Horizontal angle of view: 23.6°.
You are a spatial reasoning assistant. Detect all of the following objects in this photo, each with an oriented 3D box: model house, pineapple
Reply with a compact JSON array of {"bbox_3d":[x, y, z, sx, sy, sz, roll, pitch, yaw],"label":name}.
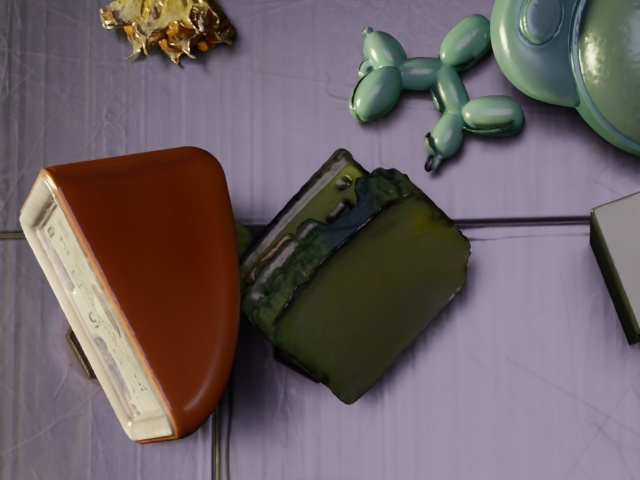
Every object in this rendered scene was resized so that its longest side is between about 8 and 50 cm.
[{"bbox_3d":[0.000,0.000,1.426,0.194,0.170,0.211,-48,44,2],"label":"model house"},{"bbox_3d":[-0.153,-0.238,1.530,0.137,0.069,0.116,5,84,11],"label":"pineapple"}]

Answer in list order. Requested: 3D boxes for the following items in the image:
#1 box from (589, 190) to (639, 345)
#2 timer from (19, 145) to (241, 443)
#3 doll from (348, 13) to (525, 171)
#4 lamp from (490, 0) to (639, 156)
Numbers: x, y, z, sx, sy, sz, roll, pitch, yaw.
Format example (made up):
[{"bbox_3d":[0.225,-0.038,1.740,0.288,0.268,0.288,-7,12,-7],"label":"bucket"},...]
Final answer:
[{"bbox_3d":[0.362,0.003,1.337,0.225,0.225,0.117,-21,80,7],"label":"box"},{"bbox_3d":[-0.163,0.059,1.396,0.161,0.257,0.250,-11,85,-17],"label":"timer"},{"bbox_3d":[0.105,-0.150,1.482,0.159,0.059,0.159,-26,81,5],"label":"doll"},{"bbox_3d":[0.299,-0.183,1.410,0.284,0.147,0.209,11,87,11],"label":"lamp"}]
